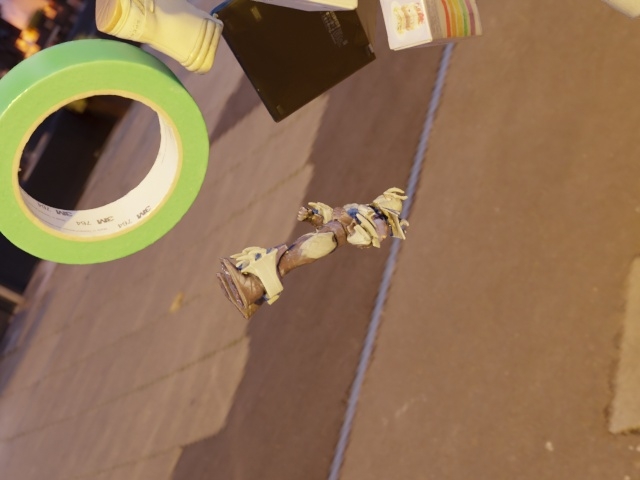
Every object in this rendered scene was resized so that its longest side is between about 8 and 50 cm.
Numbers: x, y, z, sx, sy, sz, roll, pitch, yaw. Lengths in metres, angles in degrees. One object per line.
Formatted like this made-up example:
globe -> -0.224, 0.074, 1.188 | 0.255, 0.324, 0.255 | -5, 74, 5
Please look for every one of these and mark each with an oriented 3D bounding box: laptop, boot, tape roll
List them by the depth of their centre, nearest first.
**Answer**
tape roll -> -0.318, -0.119, 1.533 | 0.321, 0.321, 0.077 | -54, 40, 15
boot -> -0.263, -0.399, 1.813 | 0.095, 0.203, 0.262 | -45, 37, 33
laptop -> -0.034, -0.524, 2.263 | 0.408, 0.382, 0.236 | -34, 57, 0

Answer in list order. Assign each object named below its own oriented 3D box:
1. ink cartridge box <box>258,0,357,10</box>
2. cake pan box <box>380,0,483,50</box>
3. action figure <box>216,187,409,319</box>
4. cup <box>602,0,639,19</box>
ink cartridge box -> -0.035, -0.513, 1.749 | 0.115, 0.198, 0.272 | 6, 96, 40
cake pan box -> 0.140, -0.404, 1.535 | 0.070, 0.266, 0.246 | -10, 5, 25
action figure -> 0.000, 0.000, 1.486 | 0.285, 0.099, 0.185 | -30, 6, -16
cup -> 0.335, -0.358, 1.070 | 0.331, 0.237, 0.331 | -25, 0, 0
